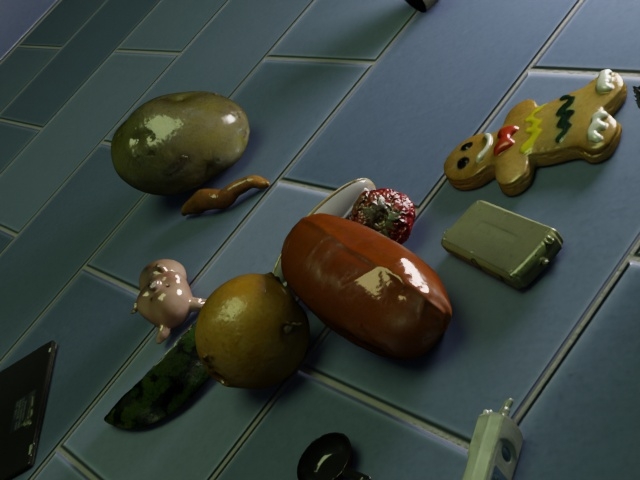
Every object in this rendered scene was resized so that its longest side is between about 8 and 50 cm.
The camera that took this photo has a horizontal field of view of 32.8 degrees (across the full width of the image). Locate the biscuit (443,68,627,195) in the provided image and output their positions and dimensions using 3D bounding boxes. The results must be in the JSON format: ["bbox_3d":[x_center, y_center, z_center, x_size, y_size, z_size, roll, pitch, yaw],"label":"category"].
[{"bbox_3d":[0.250,-0.123,1.303,0.240,0.035,0.158,-19,36,31],"label":"biscuit"}]

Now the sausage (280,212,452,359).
[{"bbox_3d":[0.044,0.048,1.220,0.133,0.133,0.258,-47,38,-8],"label":"sausage"}]

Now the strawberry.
[{"bbox_3d":[0.075,-0.026,1.334,0.083,0.083,0.096,-33,9,13],"label":"strawberry"}]

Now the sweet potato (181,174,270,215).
[{"bbox_3d":[-0.155,-0.067,1.673,0.179,0.044,0.044,-18,39,36],"label":"sweet potato"}]

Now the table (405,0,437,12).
[{"bbox_3d":[0.135,-0.419,1.694,0.043,0.133,0.133,-43,31,0],"label":"table"}]

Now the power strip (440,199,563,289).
[{"bbox_3d":[0.202,0.004,1.204,0.076,0.028,0.169,-45,30,-7],"label":"power strip"}]

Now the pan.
[{"bbox_3d":[0.021,0.237,1.119,0.068,0.023,0.115,-51,30,-16],"label":"pan"}]

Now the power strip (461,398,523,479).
[{"bbox_3d":[0.147,0.224,0.977,0.030,0.047,0.191,-5,47,38],"label":"power strip"}]

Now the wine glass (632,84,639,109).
[{"bbox_3d":[0.473,-0.182,0.993,0.357,0.190,0.190,-42,31,6],"label":"wine glass"}]

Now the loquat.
[{"bbox_3d":[-0.082,0.109,1.282,0.141,0.141,0.141,-28,34,21],"label":"loquat"}]

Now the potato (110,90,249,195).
[{"bbox_3d":[-0.226,-0.161,1.762,0.235,0.160,0.178,-12,65,18],"label":"potato"}]

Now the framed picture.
[{"bbox_3d":[-0.545,0.315,1.654,0.338,0.014,0.255,-31,34,18],"label":"framed picture"}]

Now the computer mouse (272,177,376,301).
[{"bbox_3d":[-0.002,-0.001,1.379,0.045,0.102,0.199,36,77,18],"label":"computer mouse"}]

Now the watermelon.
[{"bbox_3d":[-0.190,0.164,1.416,0.245,0.063,0.119,-48,13,0],"label":"watermelon"}]

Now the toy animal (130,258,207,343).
[{"bbox_3d":[-0.216,0.073,1.539,0.083,0.089,0.150,-55,30,22],"label":"toy animal"}]
